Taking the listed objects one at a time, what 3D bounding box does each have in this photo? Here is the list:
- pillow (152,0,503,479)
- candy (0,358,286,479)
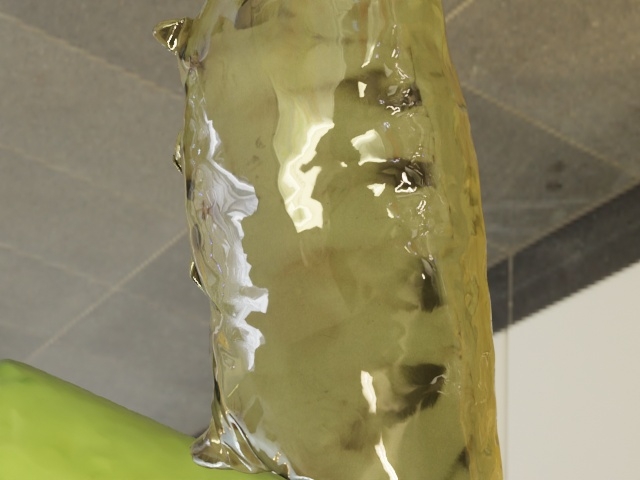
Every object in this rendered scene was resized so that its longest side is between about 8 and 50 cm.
[{"bbox_3d":[-0.001,-0.001,0.350,0.093,0.241,0.051,-8,174,19],"label":"pillow"},{"bbox_3d":[-0.024,0.161,0.490,0.343,0.132,0.142,22,171,12],"label":"candy"}]
